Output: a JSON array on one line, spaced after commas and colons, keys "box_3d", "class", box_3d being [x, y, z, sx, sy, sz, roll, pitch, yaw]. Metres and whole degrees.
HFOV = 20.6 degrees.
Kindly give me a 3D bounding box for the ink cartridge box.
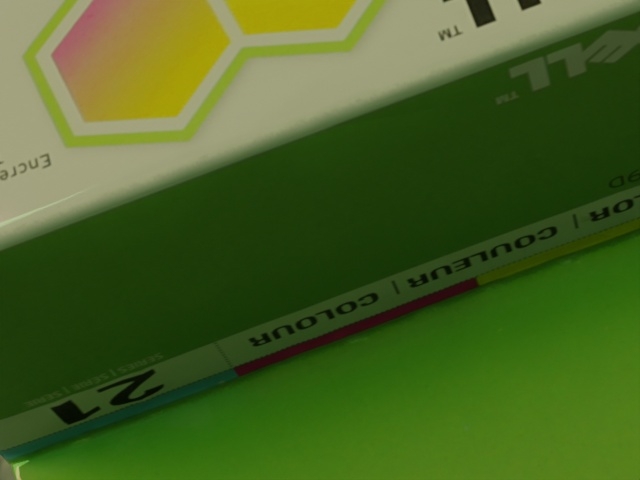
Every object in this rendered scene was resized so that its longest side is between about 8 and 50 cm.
[{"box_3d": [0.000, 0.000, 0.372, 0.189, 0.097, 0.255, -21, 58, 4], "class": "ink cartridge box"}]
